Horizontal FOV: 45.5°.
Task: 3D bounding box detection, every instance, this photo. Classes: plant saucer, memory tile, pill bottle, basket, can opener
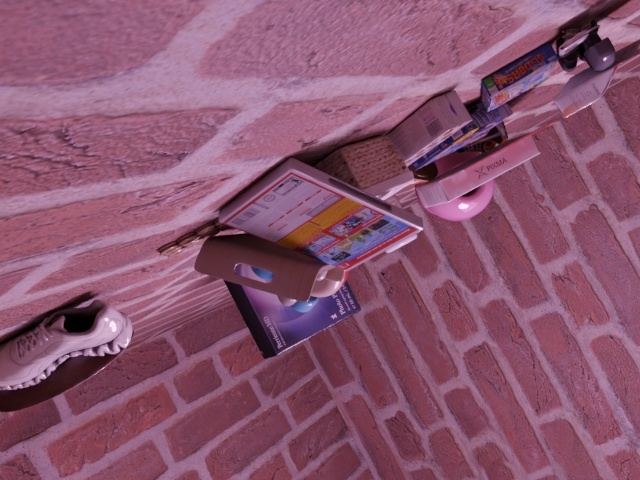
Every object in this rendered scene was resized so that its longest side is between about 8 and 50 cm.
[{"bbox_3d":[-0.540,0.243,1.581,0.311,0.050,0.310,-22,-162,7],"label":"plant saucer"},{"bbox_3d":[-0.220,-0.008,1.387,0.148,0.012,0.113,-28,176,-3],"label":"memory tile"},{"bbox_3d":[0.187,-0.066,2.139,0.103,0.184,0.103,-28,176,-2],"label":"pill bottle"},{"bbox_3d":[0.068,-0.112,1.354,0.113,0.103,0.167,-31,174,41],"label":"basket"},{"bbox_3d":[0.466,-0.335,1.368,0.074,0.093,0.280,-30,180,17],"label":"can opener"}]

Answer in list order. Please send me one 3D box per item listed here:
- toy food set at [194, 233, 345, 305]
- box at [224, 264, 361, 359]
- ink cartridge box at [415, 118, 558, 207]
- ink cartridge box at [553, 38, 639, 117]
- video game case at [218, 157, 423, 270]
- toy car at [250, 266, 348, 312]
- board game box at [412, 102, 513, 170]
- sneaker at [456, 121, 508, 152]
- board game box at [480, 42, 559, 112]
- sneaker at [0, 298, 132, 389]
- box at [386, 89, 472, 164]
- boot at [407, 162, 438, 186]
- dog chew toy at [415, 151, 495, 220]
[{"bbox_3d":[-0.087,0.059,1.485,0.220,0.092,0.306,15,-175,12],"label":"toy food set"},{"bbox_3d":[-0.088,0.152,2.246,0.294,0.296,0.183,-27,176,-19],"label":"box"},{"bbox_3d":[0.415,-0.183,1.874,0.296,0.066,0.261,-28,-176,-17],"label":"ink cartridge box"},{"bbox_3d":[0.514,-0.295,1.350,0.179,0.045,0.145,-25,-167,38],"label":"ink cartridge box"},{"bbox_3d":[0.002,-0.034,1.285,0.285,0.025,0.204,22,143,-33],"label":"video game case"},{"bbox_3d":[0.000,0.000,1.740,0.219,0.210,0.238,-50,177,36],"label":"toy car"},{"bbox_3d":[0.309,-0.241,1.640,0.194,0.060,0.194,-27,176,-34],"label":"board game box"},{"bbox_3d":[0.393,-0.253,1.901,0.084,0.083,0.215,-28,178,-17],"label":"sneaker"},{"bbox_3d":[0.369,-0.303,1.438,0.136,0.035,0.201,-29,176,11],"label":"board game box"},{"bbox_3d":[-0.508,0.187,1.427,0.292,0.110,0.118,-22,152,-6],"label":"sneaker"},{"bbox_3d":[0.153,-0.173,1.420,0.063,0.067,0.324,-25,174,-32],"label":"box"},{"bbox_3d":[0.184,-0.149,1.913,0.197,0.073,0.152,-11,166,-32],"label":"boot"},{"bbox_3d":[0.364,-0.158,2.179,0.207,0.206,0.332,-28,-176,-7],"label":"dog chew toy"}]
